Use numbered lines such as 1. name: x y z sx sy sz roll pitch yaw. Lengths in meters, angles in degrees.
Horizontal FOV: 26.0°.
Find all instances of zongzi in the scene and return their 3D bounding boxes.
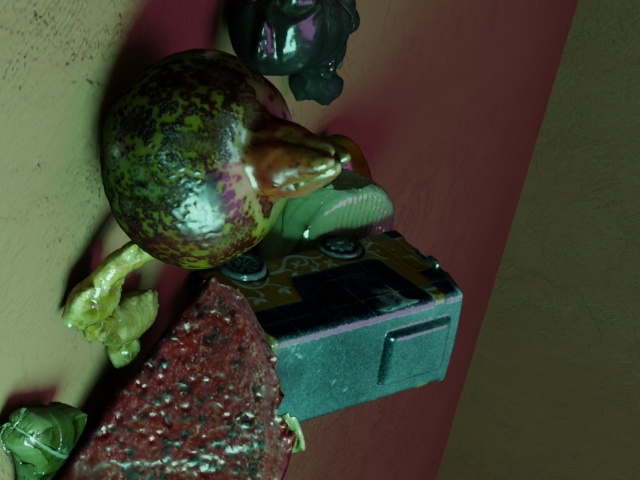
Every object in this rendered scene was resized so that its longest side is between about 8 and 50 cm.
1. zongzi: -0.289 0.216 1.358 0.119 0.055 0.109 -60 162 6

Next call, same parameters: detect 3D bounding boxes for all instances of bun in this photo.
1. bun: -0.001 0.003 1.884 0.221 0.108 0.221 -25 132 -31

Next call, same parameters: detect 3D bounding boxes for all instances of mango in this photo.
1. mango: 0.030 -0.075 1.985 0.111 0.089 0.163 -31 130 -63

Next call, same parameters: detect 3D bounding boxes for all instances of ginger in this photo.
1. ginger: -0.213 0.065 1.429 0.176 0.052 0.193 -17 138 -57

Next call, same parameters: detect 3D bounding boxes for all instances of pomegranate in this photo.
1. pomegranate: -0.086 -0.075 1.317 0.214 0.247 0.214 -18 111 -59

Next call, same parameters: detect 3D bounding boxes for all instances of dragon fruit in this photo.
1. dragon fruit: -0.142 0.226 1.535 0.317 0.205 0.152 -52 -179 -17

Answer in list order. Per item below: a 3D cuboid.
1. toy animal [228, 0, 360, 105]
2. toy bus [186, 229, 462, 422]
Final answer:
1. toy animal: -0.012 -0.255 1.617 0.343 0.106 0.168 12 97 -77
2. toy bus: 0.007 0.108 1.735 0.323 0.194 0.162 -12 125 -34
